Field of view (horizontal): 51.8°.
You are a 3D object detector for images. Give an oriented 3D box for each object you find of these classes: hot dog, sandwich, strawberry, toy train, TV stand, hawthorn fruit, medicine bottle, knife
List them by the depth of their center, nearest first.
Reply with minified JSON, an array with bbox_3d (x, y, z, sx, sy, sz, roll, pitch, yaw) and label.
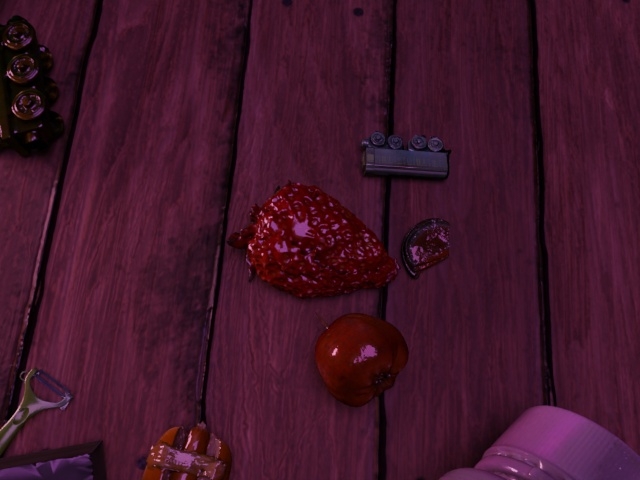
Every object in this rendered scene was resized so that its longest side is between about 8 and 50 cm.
[{"bbox_3d":[0.229,0.376,0.766,0.325,0.256,0.256,-39,80,-26],"label":"medicine bottle"},{"bbox_3d":[-0.402,0.315,0.793,0.270,0.083,0.088,-8,86,-9],"label":"TV stand"},{"bbox_3d":[-0.185,0.356,0.808,0.109,0.072,0.269,15,68,0],"label":"hot dog"},{"bbox_3d":[-0.405,0.247,0.856,0.078,0.022,0.166,33,69,10],"label":"knife"},{"bbox_3d":[0.050,0.159,0.900,0.125,0.140,0.125,-2,93,-39],"label":"hawthorn fruit"},{"bbox_3d":[-0.003,0.015,0.945,0.228,0.098,0.174,33,71,6],"label":"strawberry"},{"bbox_3d":[-0.470,-0.229,0.981,0.137,0.090,0.225,-14,73,-4],"label":"toy train"},{"bbox_3d":[0.162,0.005,1.007,0.101,0.026,0.069,-33,77,-17],"label":"sandwich"},{"bbox_3d":[0.136,-0.133,1.047,0.148,0.038,0.070,3,73,-7],"label":"toy train"}]
